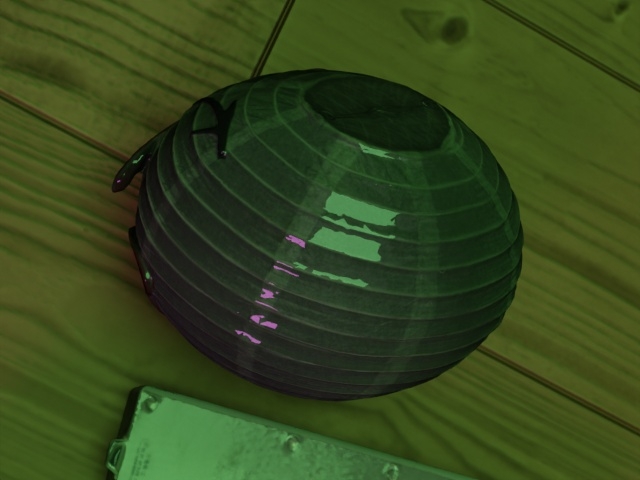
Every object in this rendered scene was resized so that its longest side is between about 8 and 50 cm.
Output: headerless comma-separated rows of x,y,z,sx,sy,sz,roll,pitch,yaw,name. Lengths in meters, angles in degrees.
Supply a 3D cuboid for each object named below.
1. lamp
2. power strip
0.000,0.000,1.156,0.265,0.233,0.233,5,81,-26,lamp
0.019,0.199,1.228,0.367,0.043,0.106,18,78,-16,power strip
